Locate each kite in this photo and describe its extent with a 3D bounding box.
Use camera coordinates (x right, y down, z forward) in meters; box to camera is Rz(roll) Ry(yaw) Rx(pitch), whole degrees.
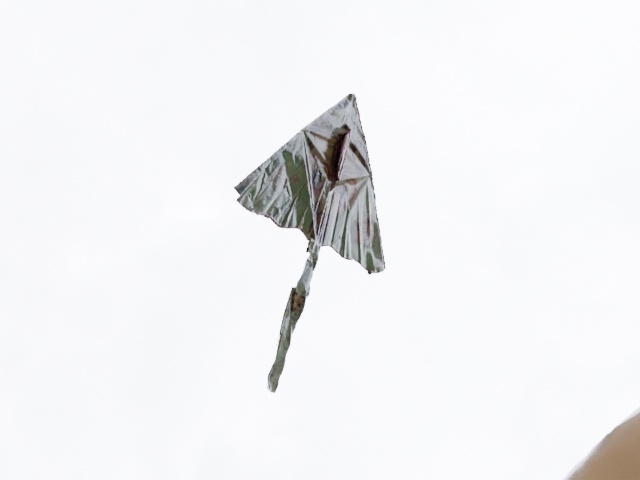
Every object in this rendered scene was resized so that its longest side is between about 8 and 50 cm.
[{"bbox_3d":[-0.001,0.000,0.758,0.012,0.229,0.250,9,-103,36],"label":"kite"}]

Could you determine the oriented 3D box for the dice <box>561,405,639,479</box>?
[{"bbox_3d":[0.278,0.231,0.409,0.304,0.304,0.277,29,-71,-29],"label":"dice"}]
